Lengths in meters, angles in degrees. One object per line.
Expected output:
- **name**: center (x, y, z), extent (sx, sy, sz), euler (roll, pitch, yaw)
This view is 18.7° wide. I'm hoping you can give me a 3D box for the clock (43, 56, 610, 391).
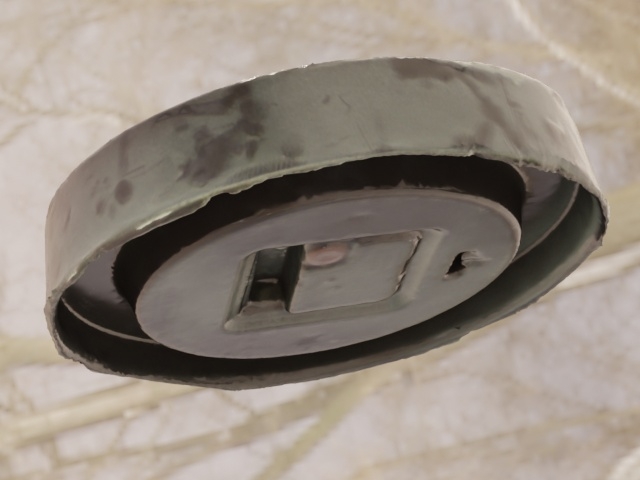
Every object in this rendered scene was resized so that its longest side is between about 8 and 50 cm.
- **clock**: center (0.000, 0.000, 1.111), extent (0.325, 0.325, 0.067), euler (46, -151, -64)
